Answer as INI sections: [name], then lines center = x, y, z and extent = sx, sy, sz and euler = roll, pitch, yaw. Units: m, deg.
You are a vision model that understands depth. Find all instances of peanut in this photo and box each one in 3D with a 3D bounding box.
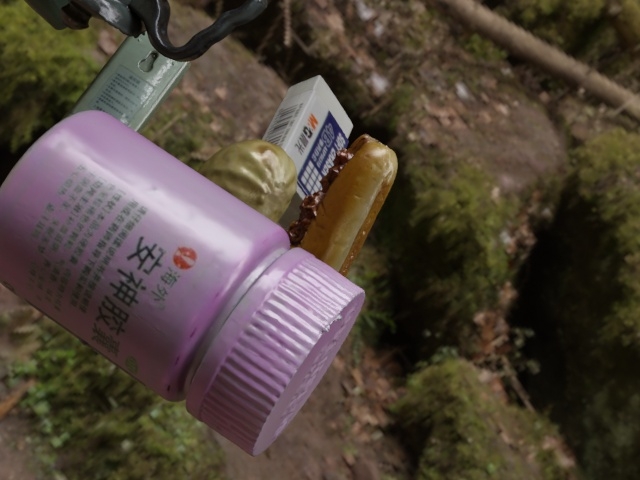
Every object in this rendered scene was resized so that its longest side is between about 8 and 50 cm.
[peanut]
center = -0.159, -0.016, 1.513
extent = 0.147, 0.319, 0.147
euler = 38, 26, -23

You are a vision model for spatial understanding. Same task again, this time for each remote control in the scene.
[remote control]
center = -0.284, -0.192, 1.517
extent = 0.098, 0.233, 0.038
euler = 34, -18, -4

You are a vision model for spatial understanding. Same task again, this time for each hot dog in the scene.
[hot dog]
center = 0.000, 0.000, 1.163
extent = 0.076, 0.249, 0.102
euler = 25, 9, -19

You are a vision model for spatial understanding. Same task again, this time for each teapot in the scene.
[teapot]
center = -0.220, -0.371, 1.407
extent = 0.305, 0.285, 0.223
euler = 36, 13, -13

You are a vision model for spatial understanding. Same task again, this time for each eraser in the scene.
[eraser]
center = -0.031, -0.155, 1.833
extent = 0.124, 0.081, 0.279
euler = 53, 35, -26

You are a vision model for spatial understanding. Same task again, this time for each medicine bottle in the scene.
[medicine bottle]
center = -0.124, 0.034, 0.921
extent = 0.290, 0.178, 0.178
euler = 34, 16, 10

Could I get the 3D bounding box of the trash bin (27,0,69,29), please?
[trash bin]
center = -0.458, -0.487, 1.546
extent = 0.343, 0.158, 0.223
euler = 47, -4, -35
